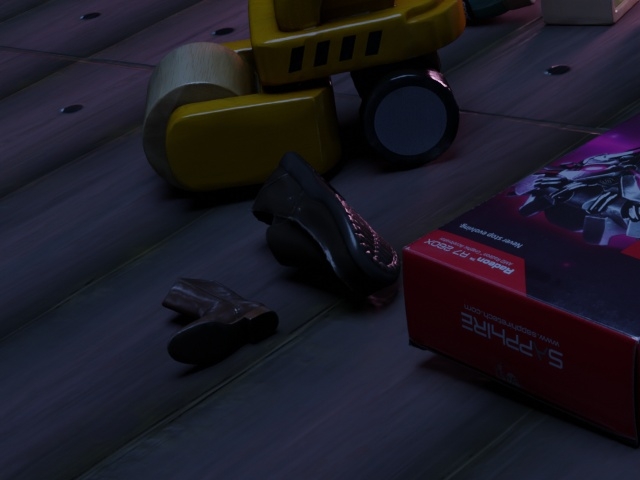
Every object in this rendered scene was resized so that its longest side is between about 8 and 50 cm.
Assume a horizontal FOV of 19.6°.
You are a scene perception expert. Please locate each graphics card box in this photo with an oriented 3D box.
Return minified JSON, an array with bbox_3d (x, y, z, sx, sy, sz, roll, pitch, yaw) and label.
[{"bbox_3d":[0.270,0.001,1.414,0.371,0.094,0.232,-27,32,-33],"label":"graphics card box"}]

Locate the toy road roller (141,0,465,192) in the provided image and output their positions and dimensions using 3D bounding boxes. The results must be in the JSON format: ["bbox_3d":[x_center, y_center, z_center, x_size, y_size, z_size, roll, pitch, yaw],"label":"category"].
[{"bbox_3d":[-0.023,-0.200,1.810,0.329,0.241,0.202,-11,24,1],"label":"toy road roller"}]

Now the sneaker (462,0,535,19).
[{"bbox_3d":[0.178,-0.380,2.183,0.121,0.108,0.302,-15,48,19],"label":"sneaker"}]

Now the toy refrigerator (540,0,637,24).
[{"bbox_3d":[0.345,-0.341,2.122,0.094,0.102,0.269,4,28,31],"label":"toy refrigerator"}]

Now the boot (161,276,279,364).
[{"bbox_3d":[-0.106,0.062,1.525,0.106,0.037,0.114,-12,24,-34],"label":"boot"}]

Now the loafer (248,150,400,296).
[{"bbox_3d":[0.000,0.000,1.589,0.078,0.080,0.220,-46,28,4],"label":"loafer"}]
